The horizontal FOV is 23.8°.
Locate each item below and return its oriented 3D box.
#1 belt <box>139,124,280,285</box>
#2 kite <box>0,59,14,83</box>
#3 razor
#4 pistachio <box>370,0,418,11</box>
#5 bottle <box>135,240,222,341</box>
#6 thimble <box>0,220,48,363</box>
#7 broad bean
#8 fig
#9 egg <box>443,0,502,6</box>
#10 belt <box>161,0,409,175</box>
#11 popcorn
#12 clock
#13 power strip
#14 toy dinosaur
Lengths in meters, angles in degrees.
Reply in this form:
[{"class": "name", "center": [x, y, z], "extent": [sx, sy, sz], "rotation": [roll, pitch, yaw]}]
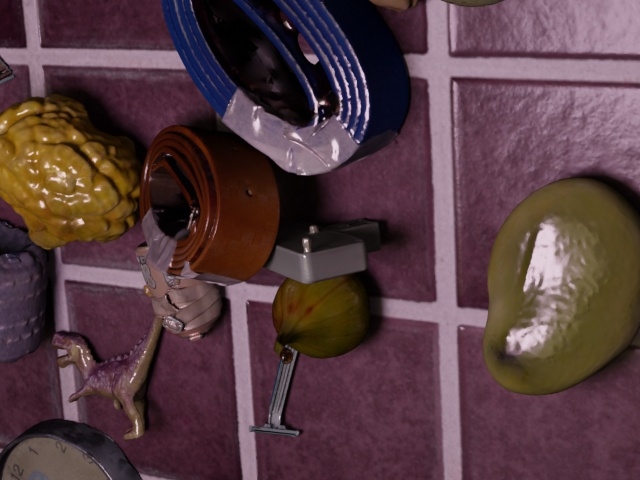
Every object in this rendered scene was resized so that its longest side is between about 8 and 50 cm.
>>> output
[{"class": "belt", "center": [-0.146, -0.044, 1.889], "extent": [0.261, 0.105, 0.184], "rotation": [50, 124, 53]}, {"class": "kite", "center": [-0.566, -0.306, 2.189], "extent": [0.335, 0.011, 0.314], "rotation": [32, 117, 18]}, {"class": "razor", "center": [-0.045, 0.170, 2.006], "extent": [0.068, 0.037, 0.191], "rotation": [7, 110, -16]}, {"class": "pistachio", "center": [0.056, -0.347, 1.757], "extent": [0.185, 0.108, 0.126], "rotation": [60, 160, -1]}, {"class": "bottle", "center": [-0.183, 0.066, 2.024], "extent": [0.099, 0.099, 0.152], "rotation": [-10, 100, 32]}, {"class": "thimble", "center": [-0.495, 0.066, 2.151], "extent": [0.236, 0.205, 0.172], "rotation": [27, 114, 54]}, {"class": "broad bean", "center": [0.277, 0.059, 1.736], "extent": [0.189, 0.121, 0.263], "rotation": [22, 112, 19]}, {"class": "fig", "center": [-0.017, 0.107, 1.854], "extent": [0.124, 0.236, 0.124], "rotation": [7, 112, 19]}, {"class": "egg", "center": [0.154, -0.363, 1.653], "extent": [0.177, 0.177, 0.228], "rotation": [-37, 72, 33]}, {"class": "belt", "center": [-0.049, -0.240, 1.841], "extent": [0.212, 0.117, 0.347], "rotation": [-44, 80, 30]}, {"class": "popcorn", "center": [-0.345, -0.075, 2.016], "extent": [0.203, 0.226, 0.200], "rotation": [-60, 29, 33]}, {"class": "clock", "center": [-0.375, 0.402, 2.257], "extent": [0.280, 0.055, 0.281], "rotation": [9, 109, 28]}, {"class": "power strip", "center": [0.000, 0.000, 1.868], "extent": [0.215, 0.145, 0.061], "rotation": [19, 118, 63]}, {"class": "toy dinosaur", "center": [-0.272, 0.176, 2.125], "extent": [0.251, 0.072, 0.200], "rotation": [-23, 82, 43]}]
